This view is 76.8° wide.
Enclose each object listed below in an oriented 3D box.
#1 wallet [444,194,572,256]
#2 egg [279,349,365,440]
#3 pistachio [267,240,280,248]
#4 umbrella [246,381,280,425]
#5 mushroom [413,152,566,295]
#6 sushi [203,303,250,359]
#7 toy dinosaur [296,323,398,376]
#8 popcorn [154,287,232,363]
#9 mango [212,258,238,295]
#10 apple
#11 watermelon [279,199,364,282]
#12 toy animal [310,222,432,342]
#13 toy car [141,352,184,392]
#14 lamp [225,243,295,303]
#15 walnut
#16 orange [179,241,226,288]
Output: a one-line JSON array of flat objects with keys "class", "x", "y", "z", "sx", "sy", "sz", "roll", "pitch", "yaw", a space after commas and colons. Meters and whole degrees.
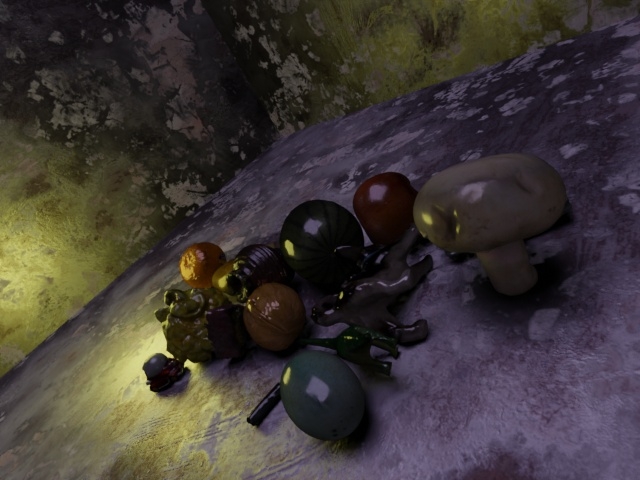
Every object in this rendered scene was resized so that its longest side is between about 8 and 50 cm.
[{"class": "wallet", "x": 0.509, "y": -0.074, "z": 1.168, "sx": 0.360, "sy": 0.083, "sz": 0.252, "roll": -22, "pitch": 22, "yaw": 21}, {"class": "egg", "x": 0.000, "y": 0.337, "z": 0.897, "sx": 0.169, "sy": 0.169, "sz": 0.236, "roll": -42, "pitch": 30, "yaw": -19}, {"class": "pistachio", "x": -0.178, "y": 0.058, "z": 1.635, "sx": 0.124, "sy": 0.124, "sz": 0.185, "roll": -31, "pitch": 24, "yaw": 2}, {"class": "umbrella", "x": -0.138, "y": 0.426, "z": 1.055, "sx": 0.036, "sy": 0.031, "sz": 0.133, "roll": 28, "pitch": 59, "yaw": 31}, {"class": "mushroom", "x": 0.392, "y": -0.073, "z": 0.920, "sx": 0.315, "sy": 0.356, "sz": 0.315, "roll": -30, "pitch": 51, "yaw": 45}, {"class": "sushi", "x": -0.286, "y": 0.260, "z": 1.285, "sx": 0.107, "sy": 0.241, "sz": 0.161, "roll": -6, "pitch": 35, "yaw": 5}, {"class": "toy dinosaur", "x": 0.032, "y": 0.230, "z": 0.961, "sx": 0.301, "sy": 0.447, "sz": 0.087, "roll": 16, "pitch": 67, "yaw": 19}, {"class": "popcorn", "x": -0.439, "y": 0.290, "z": 1.407, "sx": 0.242, "sy": 0.235, "sz": 0.250, "roll": -10, "pitch": 42, "yaw": 5}, {"class": "mango", "x": -0.359, "y": 0.151, "z": 1.670, "sx": 0.262, "sy": 0.130, "sz": 0.167, "roll": -6, "pitch": 41, "yaw": 52}, {"class": "apple", "x": 0.233, "y": -0.099, "z": 1.308, "sx": 0.253, "sy": 0.253, "sz": 0.253, "roll": -25, "pitch": 27, "yaw": 14}, {"class": "watermelon", "x": 0.000, "y": 0.000, "z": 1.368, "sx": 0.279, "sy": 0.279, "sz": 0.359, "roll": -36, "pitch": 19, "yaw": -9}, {"class": "toy animal", "x": 0.137, "y": 0.110, "z": 1.122, "sx": 0.303, "sy": 0.194, "sz": 0.344, "roll": -12, "pitch": 26, "yaw": 25}, {"class": "toy car", "x": -0.550, "y": 0.437, "z": 1.392, "sx": 0.139, "sy": 0.112, "sz": 0.112, "roll": -26, "pitch": 26, "yaw": 14}, {"class": "lamp", "x": -0.215, "y": 0.127, "z": 1.437, "sx": 0.247, "sy": 0.247, "sz": 0.247, "roll": -25, "pitch": 27, "yaw": 14}, {"class": "walnut", "x": -0.141, "y": 0.230, "z": 1.232, "sx": 0.193, "sy": 0.193, "sz": 0.225, "roll": -34, "pitch": 28, "yaw": -4}, {"class": "orange", "x": -0.530, "y": 0.114, "z": 1.839, "sx": 0.219, "sy": 0.193, "sz": 0.219, "roll": -3, "pitch": 73, "yaw": 11}]
